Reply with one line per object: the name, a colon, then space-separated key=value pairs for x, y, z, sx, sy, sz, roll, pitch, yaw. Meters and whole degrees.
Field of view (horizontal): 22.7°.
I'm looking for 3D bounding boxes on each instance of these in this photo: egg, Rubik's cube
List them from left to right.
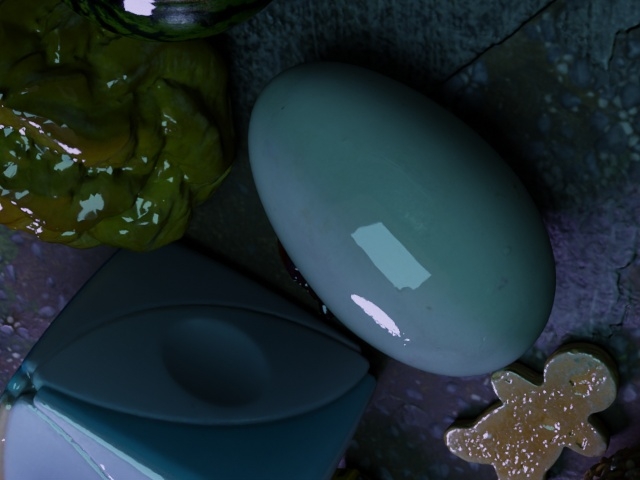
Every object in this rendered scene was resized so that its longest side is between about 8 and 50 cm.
Rubik's cube: x=-0.179 y=0.248 z=1.804 sx=0.352 sy=0.351 sz=0.347 roll=33 pitch=128 yaw=3
egg: x=0.078 y=-0.024 z=1.588 sx=0.371 sy=0.230 sz=0.230 roll=47 pitch=127 yaw=-4

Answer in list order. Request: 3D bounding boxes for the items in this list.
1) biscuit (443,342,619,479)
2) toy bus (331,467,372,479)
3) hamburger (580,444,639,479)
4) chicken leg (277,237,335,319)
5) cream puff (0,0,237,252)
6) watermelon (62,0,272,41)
biscuit: x=0.250 y=0.195 z=1.784 sx=0.153 sy=0.030 sz=0.234 roll=33 pitch=128 yaw=-1
toy bus: x=0.083 y=0.438 z=1.946 sx=0.152 sy=0.144 sz=0.330 roll=-3 pitch=121 yaw=25
hamburger: x=0.343 y=0.388 z=1.688 sx=0.250 sy=0.330 sz=0.330 roll=22 pitch=128 yaw=2
chicken leg: x=-0.006 y=-0.003 z=1.758 sx=0.093 sy=0.053 sz=0.205 roll=11 pitch=130 yaw=-1
cream puff: x=-0.258 y=-0.107 z=1.669 sx=0.291 sy=0.257 sz=0.324 roll=36 pitch=128 yaw=3
watermelon: x=-0.140 y=-0.324 z=1.464 sx=0.285 sy=0.285 sz=0.285 roll=11 pitch=125 yaw=17
